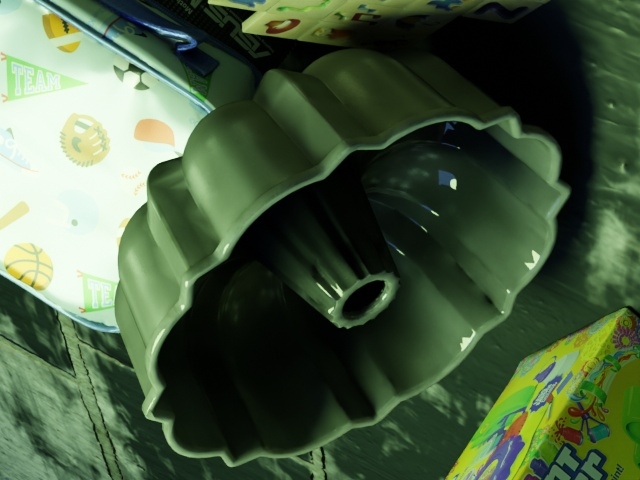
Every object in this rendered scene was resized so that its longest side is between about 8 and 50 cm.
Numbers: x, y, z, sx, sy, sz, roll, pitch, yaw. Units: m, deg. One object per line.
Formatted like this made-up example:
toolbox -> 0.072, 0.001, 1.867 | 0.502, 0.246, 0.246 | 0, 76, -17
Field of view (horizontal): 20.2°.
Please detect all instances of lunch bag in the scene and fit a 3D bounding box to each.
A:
lunch bag -> -0.187, -0.091, 1.300 | 0.303, 0.115, 0.243 | 32, 120, 3

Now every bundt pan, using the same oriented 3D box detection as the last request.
bundt pan -> 0.000, 0.000, 1.223 | 0.124, 0.331, 0.331 | 53, 163, 32

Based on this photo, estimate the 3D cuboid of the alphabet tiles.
alphabet tiles -> 0.052, -0.159, 1.088 | 0.198, 0.009, 0.237 | 5, 166, -25

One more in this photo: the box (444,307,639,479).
box -> 0.224, 0.263, 1.362 | 0.279, 0.290, 0.177 | 39, 153, -6

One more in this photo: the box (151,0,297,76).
box -> -0.166, -0.169, 1.406 | 0.216, 0.060, 0.270 | 43, 152, -13
